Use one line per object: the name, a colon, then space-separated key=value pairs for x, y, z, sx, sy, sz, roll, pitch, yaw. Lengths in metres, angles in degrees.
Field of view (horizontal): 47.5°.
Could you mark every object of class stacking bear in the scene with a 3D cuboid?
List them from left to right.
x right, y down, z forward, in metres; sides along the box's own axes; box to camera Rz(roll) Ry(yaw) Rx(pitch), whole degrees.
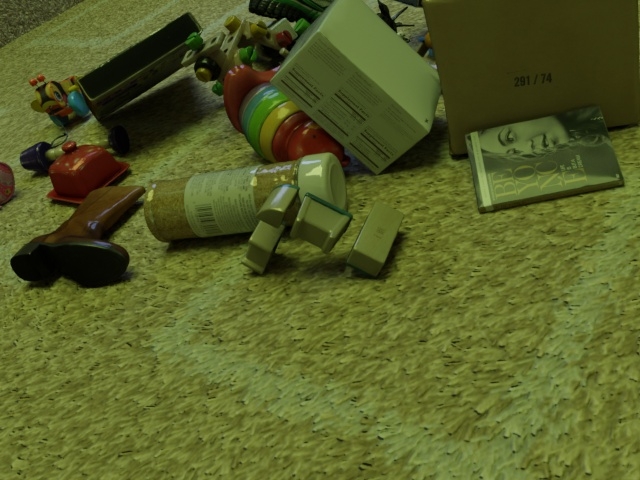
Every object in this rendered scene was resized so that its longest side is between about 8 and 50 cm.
stacking bear: x=-0.055 y=-0.216 z=1.423 sx=0.175 sy=0.164 sz=0.289 roll=-10 pitch=38 yaw=-30

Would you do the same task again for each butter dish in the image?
butter dish: x=-0.545 y=-0.170 z=1.645 sx=0.160 sy=0.118 sz=0.160 roll=10 pitch=44 yaw=36

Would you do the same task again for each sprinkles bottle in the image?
sprinkles bottle: x=-0.136 y=-0.073 z=1.292 sx=0.355 sy=0.121 sz=0.121 roll=-6 pitch=37 yaw=20

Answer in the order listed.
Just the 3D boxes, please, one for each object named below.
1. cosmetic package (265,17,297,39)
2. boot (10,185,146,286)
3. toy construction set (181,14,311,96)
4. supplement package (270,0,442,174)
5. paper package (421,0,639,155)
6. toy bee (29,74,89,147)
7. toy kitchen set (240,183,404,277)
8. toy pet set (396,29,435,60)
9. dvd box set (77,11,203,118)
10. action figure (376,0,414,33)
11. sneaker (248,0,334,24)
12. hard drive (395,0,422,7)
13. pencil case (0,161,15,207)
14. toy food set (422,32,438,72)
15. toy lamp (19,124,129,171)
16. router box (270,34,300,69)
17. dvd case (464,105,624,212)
cosmetic package: x=-0.139 y=-0.527 z=1.915 sx=0.099 sy=0.060 sz=0.239 roll=-38 pitch=21 yaw=-4
boot: x=-0.424 y=-0.020 z=1.433 sx=0.264 sy=0.096 sz=0.280 roll=-9 pitch=28 yaw=30
toy construction set: x=-0.215 y=-0.429 z=1.679 sx=0.309 sy=0.237 sz=0.257 roll=19 pitch=81 yaw=55
supplement package: x=0.076 y=-0.295 z=1.338 sx=0.145 sy=0.262 sz=0.204 roll=-37 pitch=20 yaw=39
paper package: x=0.353 y=-0.332 z=1.231 sx=0.325 sy=0.309 sz=0.168 roll=-8 pitch=37 yaw=15
toy bee: x=-0.714 y=-0.400 z=2.003 sx=0.195 sy=0.162 sz=0.298 roll=-32 pitch=30 yaw=-3
toy kitchen set: x=0.000 y=0.000 z=1.178 sx=0.207 sy=0.166 sz=0.122 roll=27 pitch=47 yaw=2
toy pet set: x=0.220 y=-0.417 z=1.602 sx=0.114 sy=0.065 sz=0.122 roll=-8 pitch=60 yaw=-34
dvd box set: x=-0.455 y=-0.426 z=1.828 sx=0.308 sy=0.062 sz=0.420 roll=-35 pitch=11 yaw=-10
action figure: x=0.086 y=-0.447 z=1.669 sx=0.276 sy=0.164 sz=0.141 roll=-43 pitch=45 yaw=-21
sneaker: x=-0.014 y=-0.634 z=1.899 sx=0.344 sy=0.146 sz=0.134 roll=5 pitch=10 yaw=-31
hard drive: x=0.346 y=-0.578 z=1.682 sx=0.339 sy=0.064 sz=0.237 roll=-4 pitch=24 yaw=-13
pencil case: x=-0.862 y=-0.157 z=1.797 sx=0.284 sy=0.124 sz=0.124 roll=18 pitch=50 yaw=42
toy food set: x=0.184 y=-0.334 z=1.498 sx=0.232 sy=0.111 sz=0.104 roll=-30 pitch=35 yaw=-11
toy lamp: x=-0.610 y=-0.221 z=1.787 sx=0.275 sy=0.080 sz=0.080 roll=-10 pitch=35 yaw=16
router box: x=-0.030 y=-0.494 z=1.853 sx=0.179 sy=0.046 sz=0.133 roll=3 pitch=46 yaw=47
dvd case: x=0.354 y=-0.133 z=1.174 sx=0.221 sy=0.018 sz=0.164 roll=-11 pitch=53 yaw=14
